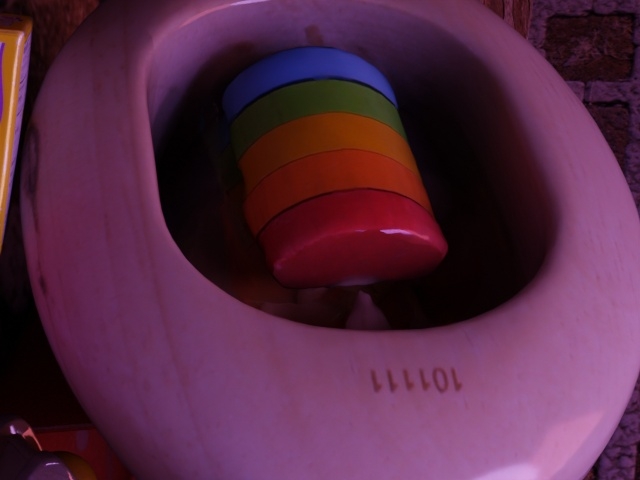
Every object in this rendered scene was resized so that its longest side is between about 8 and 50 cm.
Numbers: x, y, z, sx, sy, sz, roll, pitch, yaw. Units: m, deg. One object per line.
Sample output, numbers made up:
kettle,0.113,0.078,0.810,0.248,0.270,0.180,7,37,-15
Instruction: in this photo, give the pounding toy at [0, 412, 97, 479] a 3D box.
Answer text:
pounding toy,-0.086,0.219,0.805,0.154,0.155,0.269,-43,119,-14

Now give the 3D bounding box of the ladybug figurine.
ladybug figurine,0.000,0.000,0.757,0.449,0.305,0.162,-99,-169,-47

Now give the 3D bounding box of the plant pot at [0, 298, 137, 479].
plant pot,-0.045,0.088,0.985,0.267,0.267,0.236,72,16,-51

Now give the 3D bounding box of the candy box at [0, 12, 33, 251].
candy box,-0.167,-0.062,0.748,0.206,0.027,0.105,-134,-131,-76
